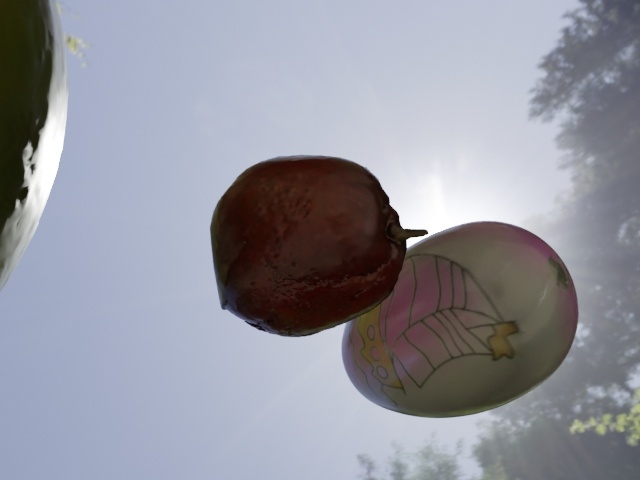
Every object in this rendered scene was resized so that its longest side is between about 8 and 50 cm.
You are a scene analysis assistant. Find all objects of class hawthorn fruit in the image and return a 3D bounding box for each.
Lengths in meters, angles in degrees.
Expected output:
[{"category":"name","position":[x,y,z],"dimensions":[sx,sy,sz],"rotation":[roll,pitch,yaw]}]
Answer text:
[{"category":"hawthorn fruit","position":[0.000,0.000,0.736],"dimensions":[0.148,0.171,0.148],"rotation":[34,-130,-54]}]

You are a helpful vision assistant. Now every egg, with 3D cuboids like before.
[{"category":"egg","position":[0.136,0.087,1.000],"dimensions":[0.196,0.271,0.196],"rotation":[37,-136,-46]}]

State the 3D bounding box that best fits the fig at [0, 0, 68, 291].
[{"category":"fig","position":[-0.291,-0.060,0.505],"dimensions":[0.343,0.343,0.344],"rotation":[7,-111,-20]}]
